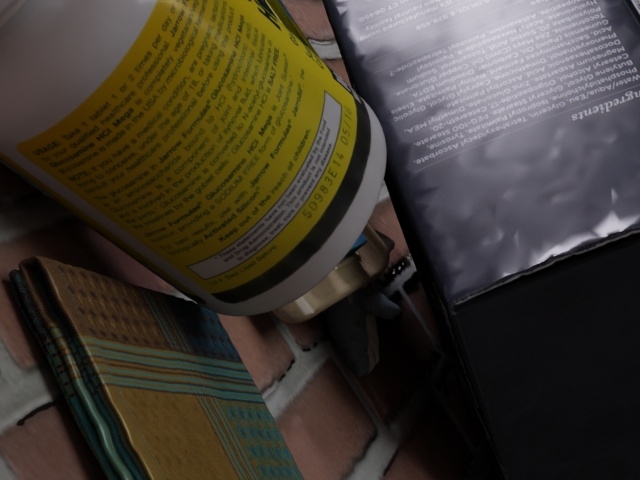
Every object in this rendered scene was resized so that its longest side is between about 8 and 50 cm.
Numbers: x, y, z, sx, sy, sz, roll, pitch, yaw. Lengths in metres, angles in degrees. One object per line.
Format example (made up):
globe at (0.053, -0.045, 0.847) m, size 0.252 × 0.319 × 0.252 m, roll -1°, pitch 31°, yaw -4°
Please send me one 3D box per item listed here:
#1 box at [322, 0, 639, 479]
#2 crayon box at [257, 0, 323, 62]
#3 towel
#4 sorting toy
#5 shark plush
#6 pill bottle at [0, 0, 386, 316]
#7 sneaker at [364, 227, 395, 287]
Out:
box at (0.244, -0.003, 1.735) m, size 0.480 × 0.297 × 0.471 m, roll 67°, pitch 1°, yaw -46°
crayon box at (-0.039, -0.170, 1.746) m, size 0.202 × 0.081 × 0.318 m, roll 55°, pitch 7°, yaw -9°
towel at (-0.051, 0.186, 1.063) m, size 0.370 × 0.040 × 0.271 m, roll 60°, pitch 13°, yaw 20°
sorting toy at (-0.065, -0.077, 1.481) m, size 0.307 × 0.041 × 0.229 m, roll 52°, pitch 24°, yaw 4°
shark plush at (0.009, 0.046, 1.552) m, size 0.067 × 0.073 × 0.161 m, roll -35°, pitch 98°, yaw -46°
pill bottle at (-0.123, -0.105, 1.102) m, size 0.334 × 0.188 × 0.188 m, roll 39°, pitch 22°, yaw -38°
sneaker at (0.000, 0.000, 1.644) m, size 0.134 × 0.070 × 0.051 m, roll 30°, pitch 12°, yaw 14°
